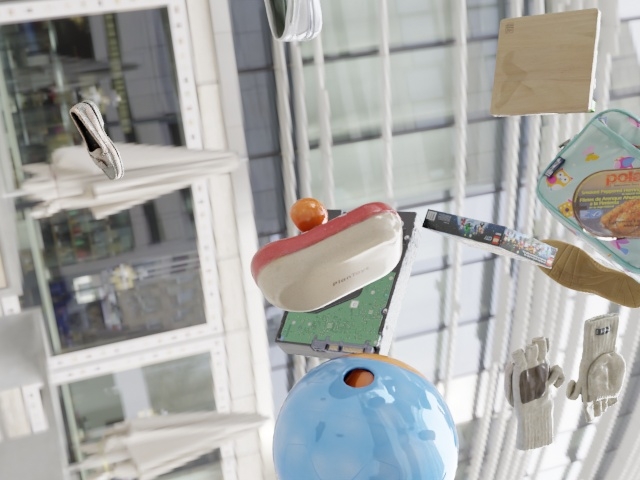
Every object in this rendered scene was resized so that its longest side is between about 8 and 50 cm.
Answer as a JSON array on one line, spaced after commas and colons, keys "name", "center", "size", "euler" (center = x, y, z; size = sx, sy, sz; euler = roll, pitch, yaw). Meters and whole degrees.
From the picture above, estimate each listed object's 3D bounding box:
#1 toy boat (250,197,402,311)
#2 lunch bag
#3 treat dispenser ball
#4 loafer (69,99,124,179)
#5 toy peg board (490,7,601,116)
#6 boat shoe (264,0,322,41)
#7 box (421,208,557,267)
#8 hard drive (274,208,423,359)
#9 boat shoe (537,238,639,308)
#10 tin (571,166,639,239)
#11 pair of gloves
[{"name": "toy boat", "center": [0.000, 0.000, 1.291], "size": [0.151, 0.231, 0.151], "euler": [58, -14, 30]}, {"name": "lunch bag", "center": [0.511, -0.082, 1.434], "size": [0.279, 0.224, 0.108], "euler": [46, 10, 33]}, {"name": "treat dispenser ball", "center": [0.069, 0.319, 1.349], "size": [0.288, 0.288, 0.288], "euler": [169, -90, -73]}, {"name": "loafer", "center": [-0.334, -0.144, 1.283], "size": [0.045, 0.039, 0.125], "euler": [-10, -71, 35]}, {"name": "toy peg board", "center": [0.368, -0.271, 1.380], "size": [0.161, 0.079, 0.160], "euler": [3, -97, 36]}, {"name": "boat shoe", "center": [-0.053, -0.396, 1.235], "size": [0.083, 0.076, 0.226], "euler": [-4, -75, 47]}, {"name": "box", "center": [0.342, -0.006, 1.775], "size": [0.233, 0.159, 0.044], "euler": [18, -91, 56]}, {"name": "hard drive", "center": [0.064, 0.089, 1.821], "size": [0.064, 0.237, 0.338], "euler": [56, 45, -48]}, {"name": "boat shoe", "center": [0.630, 0.082, 2.041], "size": [0.098, 0.277, 0.096], "euler": [-64, 165, 5]}, {"name": "tin", "center": [0.473, -0.055, 1.291], "size": [0.040, 0.190, 0.106], "euler": [26, 63, -71]}, {"name": "pair of gloves", "center": [0.426, 0.244, 1.517], "size": [0.042, 0.240, 0.204], "euler": [-148, -137, -64]}]
